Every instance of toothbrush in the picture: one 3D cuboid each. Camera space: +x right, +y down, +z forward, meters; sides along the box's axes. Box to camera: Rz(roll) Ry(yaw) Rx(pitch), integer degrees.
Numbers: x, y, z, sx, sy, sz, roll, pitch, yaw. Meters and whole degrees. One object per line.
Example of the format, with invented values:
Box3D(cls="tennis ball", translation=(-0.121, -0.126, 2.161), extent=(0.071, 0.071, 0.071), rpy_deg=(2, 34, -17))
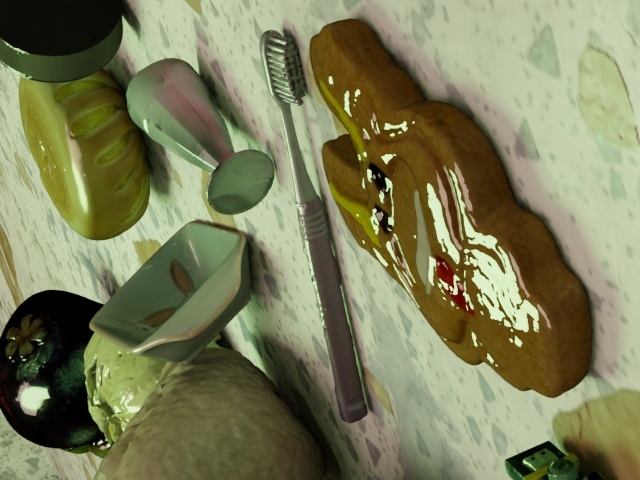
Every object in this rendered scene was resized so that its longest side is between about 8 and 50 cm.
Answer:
Box3D(cls="toothbrush", translation=(0.000, 0.000, 1.230), extent=(0.029, 0.024, 0.354), rpy_deg=(29, 139, 50))

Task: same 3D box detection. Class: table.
Box3D(cls="table", translation=(-0.259, -0.218, 1.529), extent=(0.133, 0.133, 0.043), rpy_deg=(59, 159, 24))

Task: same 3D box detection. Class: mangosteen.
Box3D(cls="mangosteen", translation=(-0.331, 0.190, 2.139), extent=(0.243, 0.243, 0.243), rpy_deg=(55, 159, 34))

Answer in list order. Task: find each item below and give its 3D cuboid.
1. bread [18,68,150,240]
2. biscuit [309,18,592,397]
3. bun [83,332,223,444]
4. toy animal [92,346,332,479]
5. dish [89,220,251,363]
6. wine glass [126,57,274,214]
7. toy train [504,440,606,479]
Box3D(cls="bread", translation=(-0.249, -0.108, 1.683), extent=(0.213, 0.105, 0.213), rpy_deg=(55, 156, 40))
Box3D(cls="biscuit", translation=(0.069, -0.014, 0.984), extent=(0.295, 0.044, 0.186), rpy_deg=(47, 156, 48))
Box3D(cls="bun", translation=(-0.179, 0.176, 1.758), extent=(0.259, 0.152, 0.259), rpy_deg=(58, 162, 31))
Box3D(cls="toy animal", translation=(-0.093, 0.245, 1.445), extent=(0.188, 0.358, 0.226), rpy_deg=(-31, 104, 30))
Box3D(cls="dish", translation=(-0.127, 0.062, 1.509), extent=(0.064, 0.154, 0.234), rpy_deg=(48, 168, -17))
Box3D(cls="wine glass", translation=(-0.101, -0.091, 1.342), extent=(0.155, 0.073, 0.073), rpy_deg=(45, 152, 42))
Box3D(cls="toy train", translation=(0.155, 0.179, 0.969), extent=(0.081, 0.050, 0.122), rpy_deg=(-134, 25, -65))
